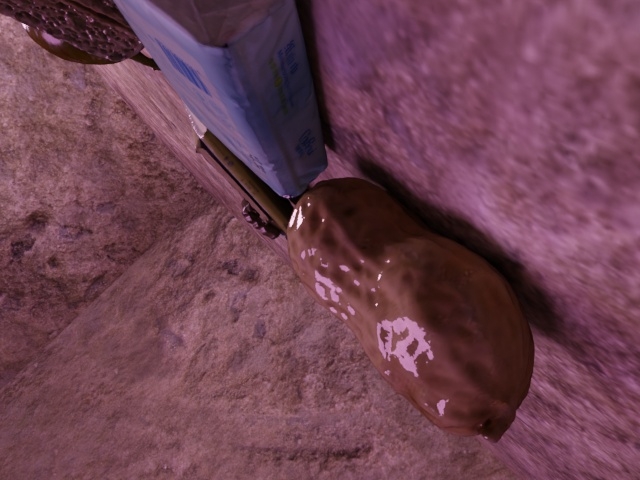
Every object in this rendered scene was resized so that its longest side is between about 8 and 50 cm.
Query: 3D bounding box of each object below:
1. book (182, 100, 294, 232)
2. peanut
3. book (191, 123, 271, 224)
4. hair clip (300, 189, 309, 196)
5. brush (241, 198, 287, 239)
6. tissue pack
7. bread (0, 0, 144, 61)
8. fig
[{"bbox_3d":[-0.115,-0.109,0.832,0.352,0.035,0.239,52,-177,-42],"label":"book"},{"bbox_3d":[0.087,0.047,0.465,0.291,0.143,0.159,47,140,19],"label":"peanut"},{"bbox_3d":[-0.170,-0.150,0.928,0.231,0.026,0.158,51,-165,-48],"label":"book"},{"bbox_3d":[-0.015,-0.061,0.817,0.137,0.022,0.054,42,172,18],"label":"hair clip"},{"bbox_3d":[-0.100,-0.020,1.363,0.301,0.071,0.084,39,-168,-27],"label":"brush"},{"bbox_3d":[-0.083,-0.158,0.445,0.177,0.089,0.263,44,174,16],"label":"tissue pack"},{"bbox_3d":[-0.346,-0.323,0.513,0.337,0.102,0.183,13,-145,-48],"label":"bread"},{"bbox_3d":[-0.338,-0.313,0.750,0.151,0.151,0.259,41,175,22],"label":"fig"}]
